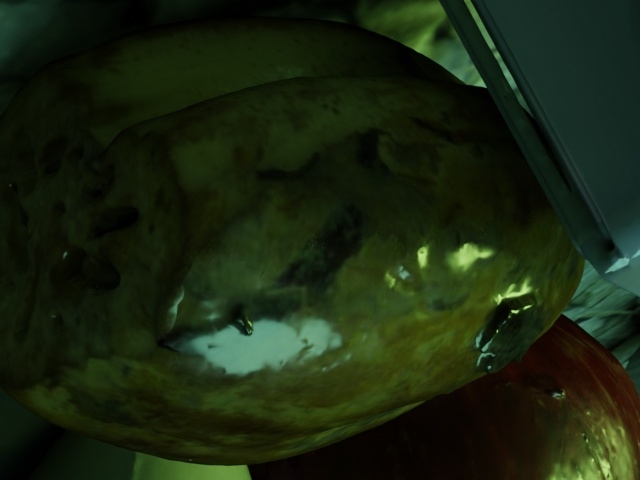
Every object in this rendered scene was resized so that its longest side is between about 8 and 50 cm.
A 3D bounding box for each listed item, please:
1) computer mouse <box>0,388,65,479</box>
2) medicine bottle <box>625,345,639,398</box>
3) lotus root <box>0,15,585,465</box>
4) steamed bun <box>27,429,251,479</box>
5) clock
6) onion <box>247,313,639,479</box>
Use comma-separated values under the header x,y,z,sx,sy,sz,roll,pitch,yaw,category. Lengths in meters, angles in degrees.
x,y,z,sx,sy,sz,roll,pitch,yaw,category
-0.182,0.091,0.812,0.217,0.073,0.122,-53,159,-1,computer mouse
0.368,0.112,1.231,0.242,0.242,0.395,-16,178,-26,medicine bottle
0.005,-0.007,0.717,0.291,0.193,0.193,-2,146,-46,lotus root
-0.120,0.180,0.893,0.232,0.232,0.145,-37,127,20,steamed bun
0.119,-0.070,0.696,0.073,0.193,0.144,-33,155,18,clock
0.065,0.152,1.019,0.276,0.276,0.276,-23,157,-11,onion
